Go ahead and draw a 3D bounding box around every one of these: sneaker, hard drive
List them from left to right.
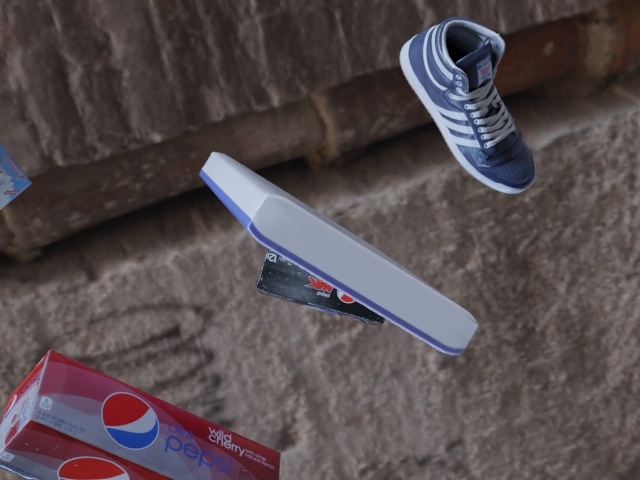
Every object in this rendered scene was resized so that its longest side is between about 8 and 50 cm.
[{"bbox_3d":[0.000,0.000,0.924,0.210,0.040,0.319,32,-178,-17],"label":"hard drive"},{"bbox_3d":[0.234,-0.193,1.406,0.282,0.099,0.153,52,160,-4],"label":"sneaker"}]

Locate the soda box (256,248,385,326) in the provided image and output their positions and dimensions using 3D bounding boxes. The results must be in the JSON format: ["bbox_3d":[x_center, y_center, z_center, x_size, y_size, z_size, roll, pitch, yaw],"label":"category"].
[{"bbox_3d":[0.006,0.060,1.256,0.053,0.169,0.060,85,-159,-80],"label":"soda box"}]

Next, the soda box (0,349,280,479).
[{"bbox_3d":[-0.168,0.208,0.937,0.263,0.092,0.083,30,-144,-24],"label":"soda box"}]

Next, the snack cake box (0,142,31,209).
[{"bbox_3d":[-0.571,-0.166,1.472,0.264,0.089,0.152,51,-177,7],"label":"snack cake box"}]
